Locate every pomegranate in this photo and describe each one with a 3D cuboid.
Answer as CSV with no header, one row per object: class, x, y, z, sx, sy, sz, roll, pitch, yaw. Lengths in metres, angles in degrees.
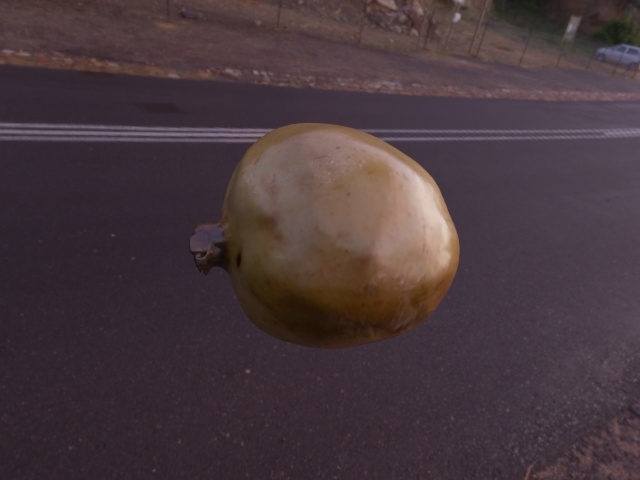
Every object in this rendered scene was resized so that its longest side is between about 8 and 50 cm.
pomegranate,0.019,0.001,0.571,0.307,0.307,0.307,9,31,-5
